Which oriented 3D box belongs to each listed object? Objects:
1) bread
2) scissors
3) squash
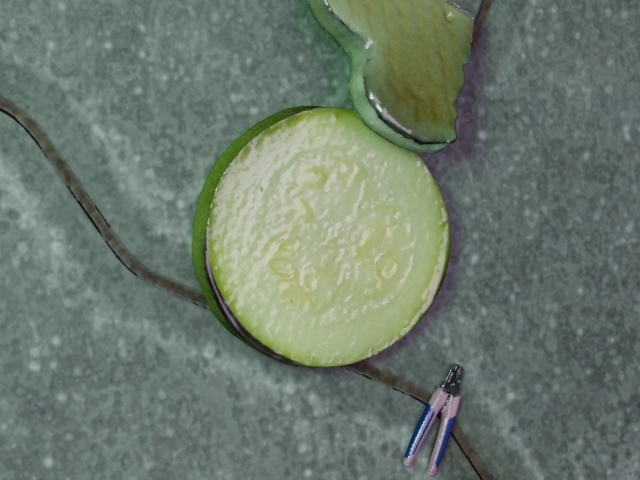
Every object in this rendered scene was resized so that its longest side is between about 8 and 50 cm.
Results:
[{"bbox_3d":[0.072,-0.193,1.818,0.172,0.064,0.232,-27,88,-36],"label":"bread"},{"bbox_3d":[0.117,0.176,1.895,0.039,0.012,0.113,23,84,-21],"label":"scissors"},{"bbox_3d":[0.000,0.000,1.828,0.252,0.049,0.252,-2,96,-21],"label":"squash"}]
